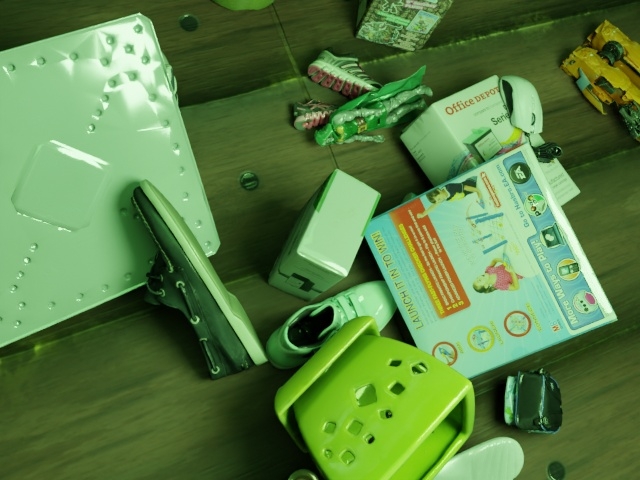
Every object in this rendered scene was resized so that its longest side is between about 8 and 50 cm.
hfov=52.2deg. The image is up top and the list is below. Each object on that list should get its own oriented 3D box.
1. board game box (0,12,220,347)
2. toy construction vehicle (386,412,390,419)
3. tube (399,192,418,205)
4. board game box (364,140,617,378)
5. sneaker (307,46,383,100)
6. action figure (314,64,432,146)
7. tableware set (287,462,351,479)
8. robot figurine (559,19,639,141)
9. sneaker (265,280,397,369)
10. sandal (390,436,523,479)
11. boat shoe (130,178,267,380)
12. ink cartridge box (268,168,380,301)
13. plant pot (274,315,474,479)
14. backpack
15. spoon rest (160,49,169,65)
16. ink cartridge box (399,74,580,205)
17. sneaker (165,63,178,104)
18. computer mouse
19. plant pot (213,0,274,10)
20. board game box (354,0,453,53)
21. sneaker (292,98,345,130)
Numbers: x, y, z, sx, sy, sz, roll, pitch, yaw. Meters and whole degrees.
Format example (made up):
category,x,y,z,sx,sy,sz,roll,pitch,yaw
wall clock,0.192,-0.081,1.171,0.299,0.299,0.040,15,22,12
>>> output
category,x,y,z,sx,sy,sz,roll,pitch,yaw
board game box,-0.376,-0.082,0.943,0.389,0.050,0.390,-25,121,-21
toy construction vehicle,0.130,0.264,1.098,0.085,0.035,0.098,-7,75,-17
tube,0.241,-0.016,1.212,0.207,0.052,0.080,30,70,-10
board game box,0.269,0.045,1.078,0.301,0.086,0.308,-26,85,17
sneaker,0.064,-0.316,1.249,0.170,0.063,0.075,24,68,-6
action figure,0.094,-0.226,1.207,0.232,0.137,0.064,-23,57,-11
tableware set,0.021,0.376,1.042,0.141,0.020,0.169,30,68,-4
robot figurine,0.667,-0.325,1.399,0.291,0.085,0.211,46,68,3
sneaker,0.041,0.128,1.055,0.255,0.151,0.094,-26,79,-22
sandal,0.198,0.388,1.053,0.265,0.076,0.102,-21,96,-6
boat shoe,-0.208,0.073,0.994,0.113,0.127,0.340,-30,114,-3
ink cartridge box,0.000,0.000,1.055,0.086,0.208,0.153,27,69,-8
plant pot,0.072,0.260,0.951,0.228,0.227,0.207,-44,59,-16
backpack,0.367,0.278,1.124,0.114,0.084,0.105,28,63,-49
spoon rest,-0.374,-0.264,1.120,0.137,0.084,0.276,40,54,-1
ink cartridge box,0.313,-0.144,1.214,0.201,0.117,0.278,-29,82,-33
sneaker,-0.317,-0.171,1.055,0.094,0.153,0.235,16,45,35
computer mouse,0.377,-0.230,1.189,0.105,0.042,0.193,0,66,-27
plant pot,-0.132,-0.562,1.172,0.275,0.254,0.276,4,72,-14
board game box,0.181,-0.543,1.229,0.141,0.291,0.232,11,71,-11
sneaker,0.002,-0.245,1.224,0.119,0.047,0.057,-11,65,-19
